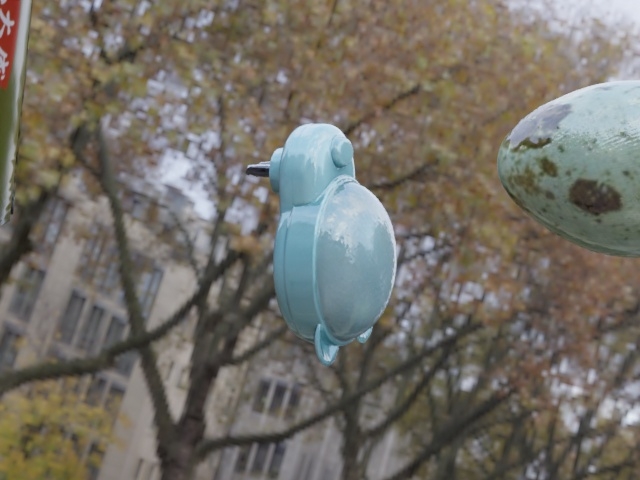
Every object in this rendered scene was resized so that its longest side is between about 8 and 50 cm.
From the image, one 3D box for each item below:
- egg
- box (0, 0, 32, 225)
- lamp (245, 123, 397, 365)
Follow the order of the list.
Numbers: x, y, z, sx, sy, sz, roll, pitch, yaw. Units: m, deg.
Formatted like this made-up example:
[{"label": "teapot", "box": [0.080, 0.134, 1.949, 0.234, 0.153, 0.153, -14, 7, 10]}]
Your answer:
[{"label": "egg", "box": [0.283, -0.069, 1.281, 0.231, 0.169, 0.169, 4, -15, -5]}, {"label": "box", "box": [-0.455, -0.221, 1.155, 0.420, 0.373, 0.138, 12, 12, 15]}, {"label": "lamp", "box": [0.011, -0.002, 1.657, 0.147, 0.284, 0.209, -20, 1, 22]}]
